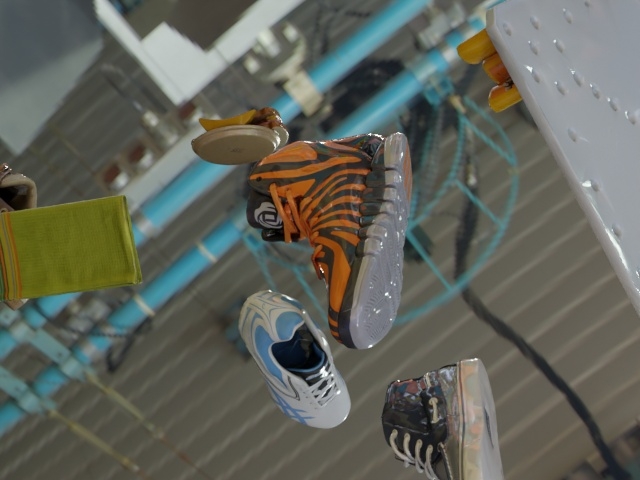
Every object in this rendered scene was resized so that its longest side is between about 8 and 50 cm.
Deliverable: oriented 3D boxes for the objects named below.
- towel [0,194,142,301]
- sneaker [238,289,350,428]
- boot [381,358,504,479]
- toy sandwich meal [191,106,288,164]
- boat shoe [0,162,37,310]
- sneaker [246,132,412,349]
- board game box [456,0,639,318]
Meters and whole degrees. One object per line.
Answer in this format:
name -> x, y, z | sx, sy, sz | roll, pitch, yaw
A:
towel -> -0.312, 0.014, 1.531 | 0.237, 0.021, 0.102 | -7, -81, 23
sneaker -> -0.018, 0.146, 1.526 | 0.085, 0.237, 0.086 | -44, -132, -13
boot -> 0.094, 0.169, 1.082 | 0.086, 0.069, 0.190 | -17, -154, 13
toy sandwich meal -> -0.071, -0.092, 1.192 | 0.085, 0.085, 0.029 | -15, -110, 24
boat shoe -> -0.450, -0.043, 1.934 | 0.123, 0.123, 0.342 | -37, -137, -4
sneaker -> 0.000, 0.000, 1.541 | 0.180, 0.125, 0.321 | -1, -142, 12
board game box -> 0.310, -0.055, 1.196 | 0.050, 0.390, 0.390 | -27, -179, 40
